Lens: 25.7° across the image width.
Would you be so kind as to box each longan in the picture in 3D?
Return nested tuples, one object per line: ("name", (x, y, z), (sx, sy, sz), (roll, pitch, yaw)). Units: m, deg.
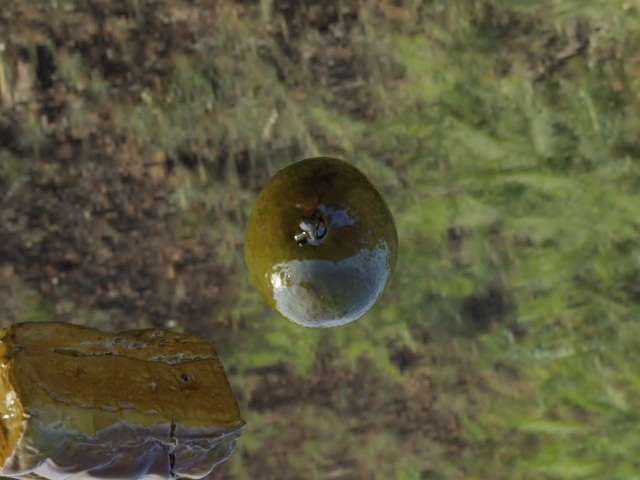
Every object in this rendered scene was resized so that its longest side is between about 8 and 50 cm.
("longan", (0.000, 0.000, 1.284), (0.145, 0.154, 0.176), (-30, 163, -5))

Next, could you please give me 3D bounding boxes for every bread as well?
("bread", (-0.232, 0.184, 1.531), (0.294, 0.166, 0.132), (5, 148, -39))
